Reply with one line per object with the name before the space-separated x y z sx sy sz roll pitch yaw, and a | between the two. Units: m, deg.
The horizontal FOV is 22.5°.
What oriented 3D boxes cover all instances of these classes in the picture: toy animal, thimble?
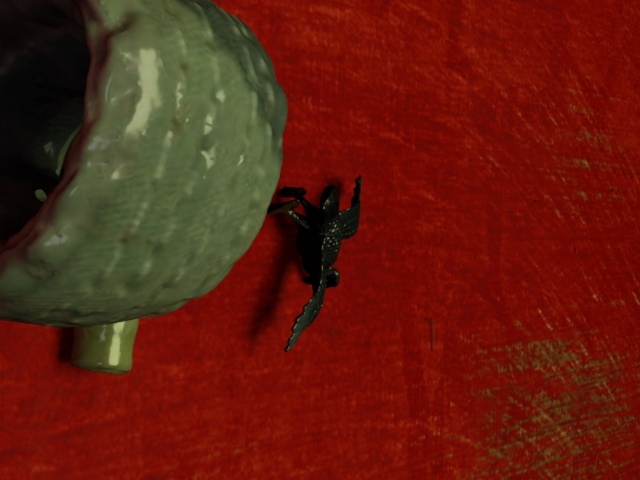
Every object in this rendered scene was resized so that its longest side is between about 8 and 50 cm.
toy animal | 0.000 0.000 1.387 0.108 0.062 0.220 69 31 -32
thimble | -0.153 -0.053 0.969 0.172 0.250 0.205 14 43 -54

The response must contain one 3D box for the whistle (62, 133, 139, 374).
whistle | -0.140 -0.035 1.144 0.126 0.067 0.258 15 80 -58
